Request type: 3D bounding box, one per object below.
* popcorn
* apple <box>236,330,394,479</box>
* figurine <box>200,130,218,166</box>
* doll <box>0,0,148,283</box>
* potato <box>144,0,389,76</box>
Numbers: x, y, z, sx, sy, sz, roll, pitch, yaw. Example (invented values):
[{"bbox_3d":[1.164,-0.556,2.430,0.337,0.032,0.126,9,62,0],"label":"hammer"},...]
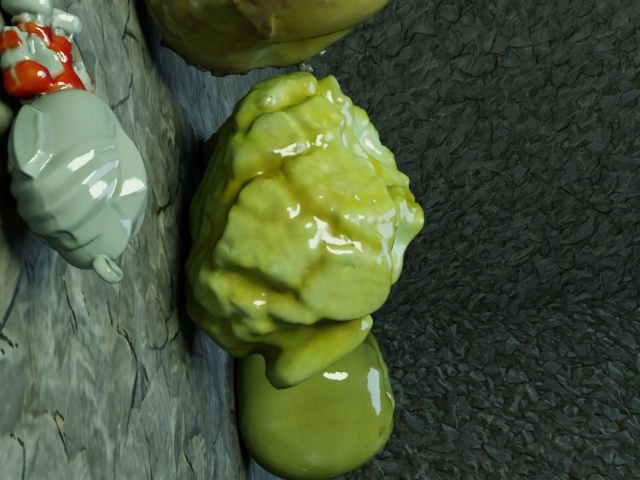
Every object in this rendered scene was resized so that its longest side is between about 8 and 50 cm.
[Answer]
[{"bbox_3d":[-0.042,-0.015,0.812,0.293,0.292,0.334,59,12,-5],"label":"popcorn"},{"bbox_3d":[-0.012,0.230,1.100,0.262,0.262,0.262,-5,90,-88],"label":"apple"},{"bbox_3d":[-0.112,-0.126,0.978,0.156,0.095,0.115,90,8,-65],"label":"figurine"},{"bbox_3d":[-0.141,-0.058,0.401,0.094,0.079,0.180,25,45,-71],"label":"doll"},{"bbox_3d":[-0.008,-0.302,0.648,0.237,0.301,0.289,13,-75,59],"label":"potato"}]
